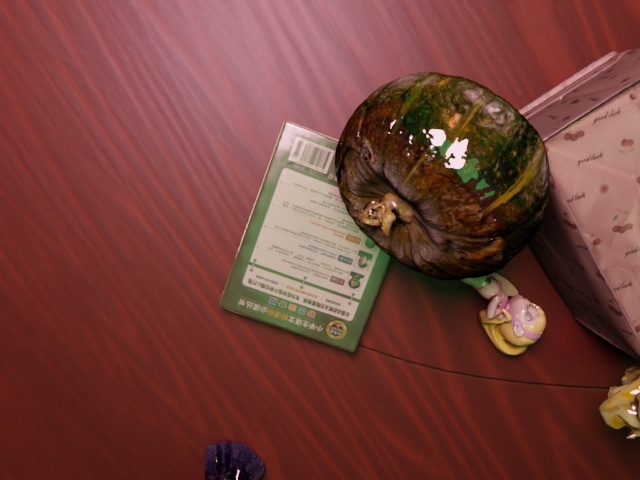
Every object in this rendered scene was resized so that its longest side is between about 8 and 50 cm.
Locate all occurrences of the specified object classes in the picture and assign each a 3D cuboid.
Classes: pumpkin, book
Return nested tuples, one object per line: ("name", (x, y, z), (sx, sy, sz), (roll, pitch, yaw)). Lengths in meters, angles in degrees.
("pumpkin", (0.118, -0.057, 0.505), (0.159, 0.238, 0.238), (-44, 99, -13))
("book", (0.000, 0.000, 0.644), (0.201, 0.027, 0.265), (20, 98, -6))

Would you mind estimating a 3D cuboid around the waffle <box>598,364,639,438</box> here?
("waffle", (0.480, 0.123, 0.530), (0.297, 0.317, 0.073), (-16, 66, -32))

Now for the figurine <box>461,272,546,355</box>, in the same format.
("figurine", (0.231, 0.082, 0.647), (0.187, 0.083, 0.083), (41, 96, -14))

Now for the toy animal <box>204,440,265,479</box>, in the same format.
("toy animal", (-0.161, 0.431, 0.636), (0.122, 0.185, 0.299), (25, 79, -1))

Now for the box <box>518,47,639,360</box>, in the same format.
("box", (0.372, -0.053, 0.567), (0.225, 0.190, 0.297), (-32, 99, 5))
